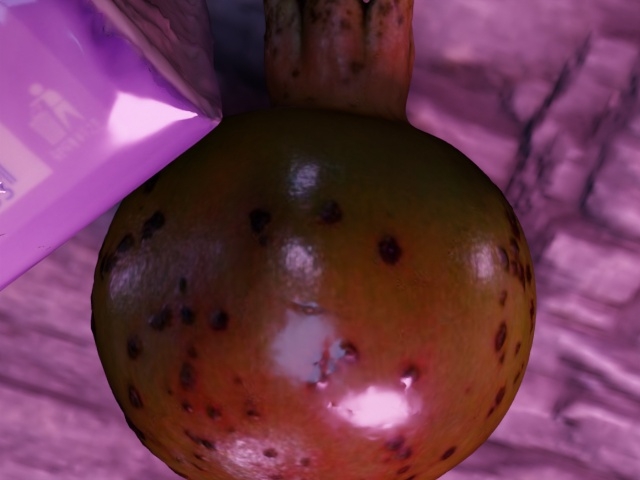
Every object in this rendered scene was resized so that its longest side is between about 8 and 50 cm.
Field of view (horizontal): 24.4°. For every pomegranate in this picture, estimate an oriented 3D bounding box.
[{"bbox_3d":[0.000,0.000,0.527,0.159,0.159,0.205,4,84,-3],"label":"pomegranate"}]

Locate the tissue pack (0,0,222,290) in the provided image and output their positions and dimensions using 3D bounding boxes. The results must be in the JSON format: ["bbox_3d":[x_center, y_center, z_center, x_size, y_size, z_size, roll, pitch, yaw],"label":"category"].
[{"bbox_3d":[-0.237,-0.046,0.489,0.338,0.160,0.242,-35,117,14],"label":"tissue pack"}]
